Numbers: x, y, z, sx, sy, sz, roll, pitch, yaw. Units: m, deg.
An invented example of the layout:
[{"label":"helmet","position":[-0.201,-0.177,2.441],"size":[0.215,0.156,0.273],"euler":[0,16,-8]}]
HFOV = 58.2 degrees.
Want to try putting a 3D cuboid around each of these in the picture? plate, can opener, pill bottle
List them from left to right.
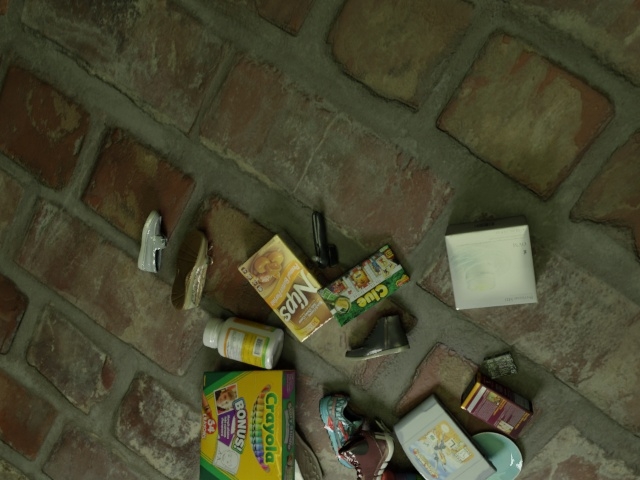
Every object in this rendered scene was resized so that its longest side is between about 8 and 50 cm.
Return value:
[{"label":"pill bottle","position":[-0.257,0.332,1.912],"size":[0.245,0.136,0.136],"euler":[13,106,13]},{"label":"can opener","position":[0.000,0.000,1.811],"size":[0.059,0.073,0.186],"euler":[-3,101,56]},{"label":"plate","position":[0.542,0.690,1.829],"size":[0.188,0.024,0.188],"euler":[4,105,15]}]

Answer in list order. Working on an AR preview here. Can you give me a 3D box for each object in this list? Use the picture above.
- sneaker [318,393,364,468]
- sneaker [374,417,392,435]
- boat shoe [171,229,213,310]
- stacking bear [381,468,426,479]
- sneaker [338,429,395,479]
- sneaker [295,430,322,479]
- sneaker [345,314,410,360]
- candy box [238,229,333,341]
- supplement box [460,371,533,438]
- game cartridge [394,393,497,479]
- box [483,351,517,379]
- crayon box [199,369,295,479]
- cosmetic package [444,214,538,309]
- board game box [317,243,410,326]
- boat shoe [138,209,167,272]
[{"label":"sneaker","position":[0.092,0.632,1.903],"size":[0.125,0.104,0.262],"euler":[-21,97,16]},{"label":"sneaker","position":[0.201,0.626,1.907],"size":[0.035,0.031,0.083],"euler":[-39,90,21]},{"label":"boat shoe","position":[-0.428,0.098,1.942],"size":[0.104,0.089,0.285],"euler":[30,109,35]},{"label":"stacking bear","position":[0.333,0.849,1.860],"size":[0.289,0.164,0.175],"euler":[12,150,1]},{"label":"sneaker","position":[0.117,0.734,1.854],"size":[0.162,0.106,0.281],"euler":[20,90,-14]},{"label":"sneaker","position":[-0.156,0.777,2.003],"size":[0.236,0.130,0.323],"euler":[-26,97,27]},{"label":"sneaker","position":[0.171,0.310,1.828],"size":[0.222,0.083,0.118],"euler":[-19,78,26]},{"label":"candy box","position":[-0.089,0.145,1.845],"size":[0.183,0.087,0.316],"euler":[-41,90,19]},{"label":"supplement box","position":[0.537,0.501,1.755],"size":[0.188,0.081,0.104],"euler":[29,109,8]},{"label":"game cartridge","position":[0.382,0.661,1.820],"size":[0.198,0.062,0.297],"euler":[-42,79,9]},{"label":"box","position":[0.549,0.382,1.756],"size":[0.083,0.018,0.067],"euler":[-22,96,19]},{"label":"crayon box","position":[-0.239,0.614,1.897],"size":[0.313,0.106,0.363],"euler":[-8,74,26]},{"label":"cosmetic package","position":[0.485,0.064,1.638],"size":[0.224,0.138,0.225],"euler":[-8,102,18]},{"label":"board game box","position":[0.133,0.139,1.765],"size":[0.259,0.030,0.136],"euler":[-34,95,-1]},{"label":"boat shoe","position":[-0.560,0.006,1.959],"size":[0.081,0.079,0.227],"euler":[17,112,2]}]
